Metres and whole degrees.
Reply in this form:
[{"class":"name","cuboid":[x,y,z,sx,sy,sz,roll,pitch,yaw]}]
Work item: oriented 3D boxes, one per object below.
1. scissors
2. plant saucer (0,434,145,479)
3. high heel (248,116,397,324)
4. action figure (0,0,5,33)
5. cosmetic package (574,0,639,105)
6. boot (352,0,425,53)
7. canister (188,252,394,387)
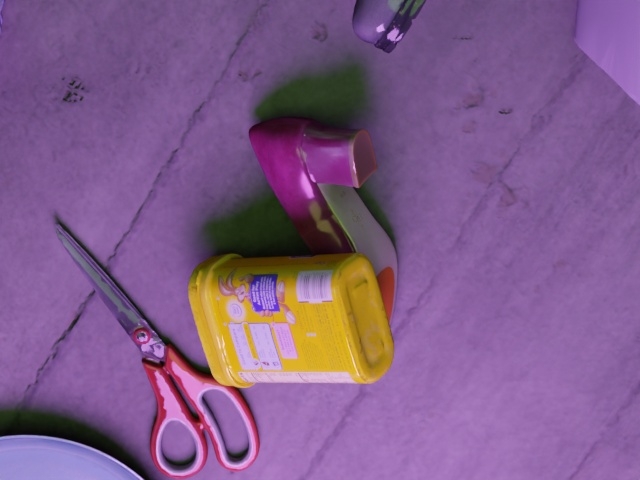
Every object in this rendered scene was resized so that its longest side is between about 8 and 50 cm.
[{"class":"scissors","cuboid":[-0.152,0.100,1.692,0.109,0.021,0.297,-20,105,8]},{"class":"plant saucer","cuboid":[-0.283,0.332,1.746,0.317,0.044,0.317,0,106,-1]},{"class":"high heel","cuboid":[0.000,0.000,1.647,0.117,0.082,0.244,8,125,30]},{"class":"action figure","cuboid":[-0.462,-0.179,1.486,0.370,0.248,0.276,5,106,-5]},{"class":"cosmetic package","cuboid":[0.433,-0.287,1.421,0.393,0.327,0.329,1,106,-2]},{"class":"boot","cuboid":[0.013,-0.343,1.480,0.223,0.118,0.338,13,94,-10]},{"class":"canister","cuboid":[-0.026,0.073,1.612,0.170,0.073,0.126,-3,111,37]}]
